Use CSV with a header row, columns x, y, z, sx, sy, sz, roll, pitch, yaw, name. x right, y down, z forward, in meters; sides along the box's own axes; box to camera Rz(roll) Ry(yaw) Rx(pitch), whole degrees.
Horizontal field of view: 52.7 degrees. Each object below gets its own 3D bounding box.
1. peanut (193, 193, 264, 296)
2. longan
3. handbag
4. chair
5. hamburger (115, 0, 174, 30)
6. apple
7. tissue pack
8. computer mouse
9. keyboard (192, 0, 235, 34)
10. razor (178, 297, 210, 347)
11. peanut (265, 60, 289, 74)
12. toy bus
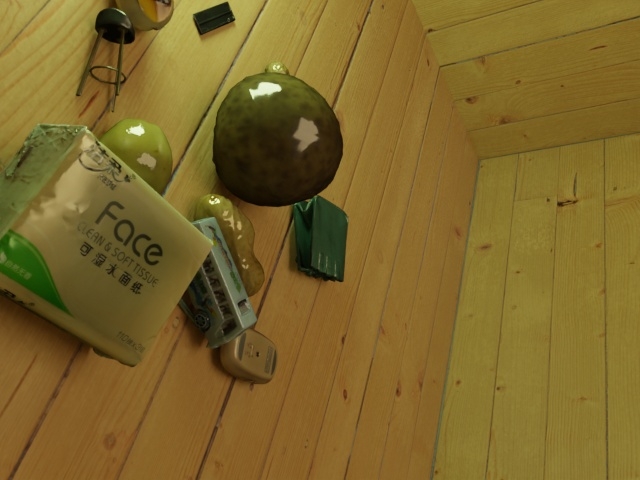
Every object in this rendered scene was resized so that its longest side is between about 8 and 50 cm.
x,y,z,sx,sy,sz,roll,pitch,yaw,name
-0.241,0.012,1.793,0.147,0.148,0.318,-50,124,-51,peanut
-0.128,-0.279,1.848,0.391,0.391,0.391,19,68,-57,longan
-0.004,-0.002,2.245,0.269,0.100,0.274,22,66,-60,handbag
-0.491,-0.422,1.515,0.095,0.104,0.221,64,30,-77,chair
-0.444,-0.632,1.617,0.173,0.116,0.210,-7,94,-52,hamburger
-0.428,-0.179,1.476,0.200,0.200,0.200,19,68,-57,apple
-0.460,0.017,1.287,0.405,0.205,0.331,49,63,-45,tissue pack
-0.208,0.325,1.837,0.236,0.082,0.145,40,50,-52,computer mouse
-0.316,-0.667,1.932,0.198,0.010,0.063,-50,125,-52,keyboard
-0.343,0.187,1.693,0.211,0.036,0.084,54,28,-30,razor
-0.133,-0.486,2.137,0.099,0.099,0.214,-12,89,-60,peanut
-0.280,0.107,1.673,0.109,0.136,0.329,-28,97,-63,toy bus
